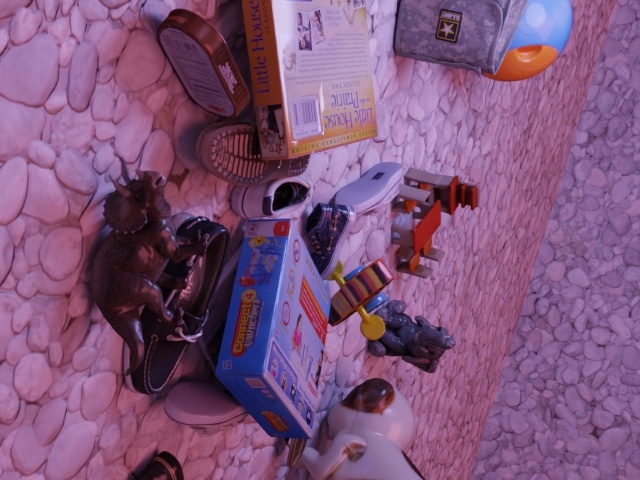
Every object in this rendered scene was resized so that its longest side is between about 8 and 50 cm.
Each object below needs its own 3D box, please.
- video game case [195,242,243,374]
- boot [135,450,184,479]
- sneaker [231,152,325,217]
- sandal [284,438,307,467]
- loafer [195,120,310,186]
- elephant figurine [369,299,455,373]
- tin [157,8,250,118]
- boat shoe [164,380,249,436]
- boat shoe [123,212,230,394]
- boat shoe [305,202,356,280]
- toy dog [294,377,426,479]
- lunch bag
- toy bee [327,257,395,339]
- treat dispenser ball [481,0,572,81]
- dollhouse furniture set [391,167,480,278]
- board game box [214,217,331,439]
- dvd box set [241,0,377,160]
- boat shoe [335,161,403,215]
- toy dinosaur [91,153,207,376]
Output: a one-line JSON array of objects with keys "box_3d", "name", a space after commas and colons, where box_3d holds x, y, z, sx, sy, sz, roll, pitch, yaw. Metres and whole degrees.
[{"box_3d": [-0.163, 0.127, 1.461, 0.190, 0.022, 0.173, -56, 147, -32], "name": "video game case"}, {"box_3d": [-0.294, 0.479, 1.373, 0.137, 0.077, 0.197, -33, 119, -45], "name": "boot"}, {"box_3d": [-0.052, -0.095, 1.465, 0.258, 0.091, 0.094, -38, 136, -47], "name": "sneaker"}, {"box_3d": [-0.060, 0.411, 1.779, 0.072, 0.049, 0.180, 17, 75, -68], "name": "sandal"}, {"box_3d": [-0.120, -0.143, 1.318, 0.269, 0.092, 0.101, -3, 104, -57], "name": "loafer"}, {"box_3d": [0.256, 0.264, 2.057, 0.186, 0.240, 0.169, -27, 127, -54], "name": "elephant figurine"}, {"box_3d": [-0.170, -0.251, 1.159, 0.040, 0.106, 0.189, -53, 146, -20], "name": "tin"}, {"box_3d": [-0.197, 0.303, 1.425, 0.088, 0.096, 0.267, -59, 161, 10], "name": "boat shoe"}, {"box_3d": [-0.225, 0.108, 1.264, 0.114, 0.091, 0.302, 6, 99, -61], "name": "boat shoe"}, {"box_3d": [0.000, 0.000, 1.656, 0.083, 0.065, 0.183, 9, 119, -27], "name": "boat shoe"}, {"box_3d": [0.125, 0.523, 1.854, 0.284, 0.396, 0.407, 47, 29, -44], "name": "toy dog"}, {"box_3d": [0.313, -0.510, 1.749, 0.286, 0.235, 0.169, -68, 157, -11], "name": "lunch bag"}, {"box_3d": [0.064, 0.144, 1.738, 0.162, 0.195, 0.298, -33, 149, -17], "name": "toy bee"}, {"box_3d": [0.467, -0.535, 1.957, 0.288, 0.288, 0.288, -37, 135, -48], "name": "treat dispenser ball"}, {"box_3d": [0.298, -0.065, 2.068, 0.259, 0.135, 0.262, -48, 143, -39], "name": "dollhouse furniture set"}, {"box_3d": [-0.073, 0.167, 1.459, 0.308, 0.086, 0.301, 66, 27, -54], "name": "board game box"}, {"box_3d": [-0.015, -0.359, 1.319, 0.308, 0.062, 0.420, -25, 111, -55], "name": "dvd box set"}, {"box_3d": [0.117, -0.095, 1.769, 0.258, 0.095, 0.084, -36, 130, -48], "name": "boat shoe"}, {"box_3d": [-0.261, 0.035, 1.149, 0.160, 0.121, 0.313, 16, 107, -19], "name": "toy dinosaur"}]
